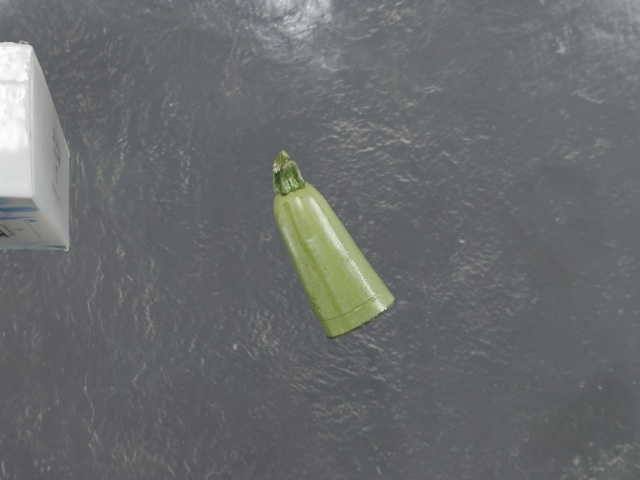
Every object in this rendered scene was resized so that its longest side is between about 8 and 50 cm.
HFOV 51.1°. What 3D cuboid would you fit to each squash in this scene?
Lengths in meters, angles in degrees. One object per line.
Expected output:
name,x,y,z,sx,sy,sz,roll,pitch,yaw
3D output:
squash,0.000,0.000,0.772,0.094,0.094,0.224,-29,99,-16

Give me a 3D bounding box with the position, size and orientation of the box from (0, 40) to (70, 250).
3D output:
box,-0.328,-0.063,0.561,0.203,0.274,0.116,0,82,-16
